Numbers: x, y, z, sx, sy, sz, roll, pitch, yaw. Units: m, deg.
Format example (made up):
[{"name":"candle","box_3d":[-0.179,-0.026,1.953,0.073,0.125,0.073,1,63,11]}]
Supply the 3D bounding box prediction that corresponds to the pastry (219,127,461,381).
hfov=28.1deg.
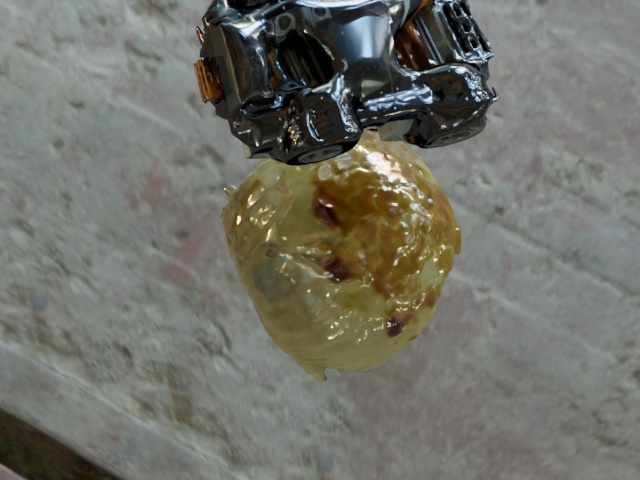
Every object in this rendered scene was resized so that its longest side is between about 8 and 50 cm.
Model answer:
[{"name":"pastry","box_3d":[0.007,0.003,1.366,0.237,0.170,0.256,-38,60,28]}]

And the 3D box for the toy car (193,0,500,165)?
[{"name":"toy car","box_3d":[0.023,-0.171,1.206,0.301,0.118,0.193,-12,81,-28]}]
